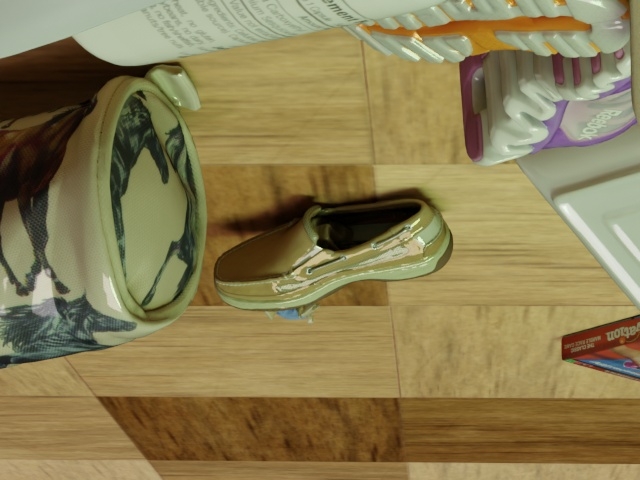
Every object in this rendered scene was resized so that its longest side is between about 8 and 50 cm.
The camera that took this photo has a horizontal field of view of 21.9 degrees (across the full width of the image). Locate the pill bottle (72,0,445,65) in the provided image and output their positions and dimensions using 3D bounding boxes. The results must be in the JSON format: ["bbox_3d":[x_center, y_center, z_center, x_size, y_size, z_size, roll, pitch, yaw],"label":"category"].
[{"bbox_3d":[0.001,-0.154,0.687,0.229,0.131,0.131,-8,158,24],"label":"pill bottle"}]

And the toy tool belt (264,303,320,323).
[{"bbox_3d":[-0.025,0.050,1.380,0.052,0.051,0.083,-9,158,27],"label":"toy tool belt"}]

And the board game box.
[{"bbox_3d":[0.379,0.116,1.579,0.281,0.027,0.145,16,154,-36],"label":"board game box"}]

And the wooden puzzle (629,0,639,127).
[{"bbox_3d":[0.244,-0.137,0.657,0.238,0.044,0.221,-8,130,2],"label":"wooden puzzle"}]

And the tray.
[{"bbox_3d":[0.259,0.025,1.134,0.145,0.030,0.270,-17,124,45],"label":"tray"}]

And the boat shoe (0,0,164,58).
[{"bbox_3d":[-0.026,-0.183,0.531,0.367,0.136,0.156,-14,125,28],"label":"boat shoe"}]

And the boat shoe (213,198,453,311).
[{"bbox_3d":[0.000,0.000,1.240,0.190,0.068,0.072,-15,144,16],"label":"boat shoe"}]

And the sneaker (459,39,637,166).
[{"bbox_3d":[0.157,-0.105,0.888,0.104,0.095,0.236,1,167,-14],"label":"sneaker"}]

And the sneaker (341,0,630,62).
[{"bbox_3d":[0.069,-0.139,0.812,0.214,0.083,0.084,9,164,39],"label":"sneaker"}]

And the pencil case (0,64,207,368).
[{"bbox_3d":[-0.264,-0.001,1.076,0.410,0.184,0.160,-9,163,22],"label":"pencil case"}]
